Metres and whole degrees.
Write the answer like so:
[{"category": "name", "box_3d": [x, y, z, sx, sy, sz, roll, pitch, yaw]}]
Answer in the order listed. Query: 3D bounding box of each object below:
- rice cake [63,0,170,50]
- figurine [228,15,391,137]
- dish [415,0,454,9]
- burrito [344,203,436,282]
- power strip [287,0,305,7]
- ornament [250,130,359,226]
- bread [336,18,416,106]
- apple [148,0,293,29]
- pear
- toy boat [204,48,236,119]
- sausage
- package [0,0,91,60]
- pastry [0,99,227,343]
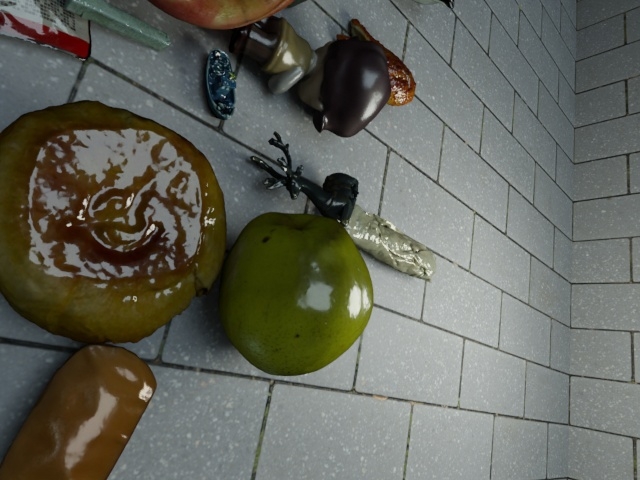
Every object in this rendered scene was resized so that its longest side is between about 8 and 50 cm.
[{"category": "rice cake", "box_3d": [-0.324, -0.353, 0.710, 0.171, 0.033, 0.029, 4, 77, -54]}, {"category": "figurine", "box_3d": [-0.020, -0.353, 0.952, 0.365, 0.206, 0.218, 12, 52, -18]}, {"category": "dish", "box_3d": [0.286, -0.822, 1.298, 0.303, 0.120, 0.302, 6, 81, -43]}, {"category": "burrito", "box_3d": [0.179, 0.007, 1.130, 0.392, 0.076, 0.117, 26, 56, -37]}, {"category": "power strip", "box_3d": [-0.010, -0.562, 0.896, 0.118, 0.271, 0.046, 9, 78, -55]}, {"category": "ornament", "box_3d": [-0.028, -0.138, 0.924, 0.236, 0.080, 0.202, 33, 34, -13]}, {"category": "bread", "box_3d": [0.156, -0.462, 1.155, 0.269, 0.095, 0.139, 44, 50, -27]}, {"category": "apple", "box_3d": [-0.164, -0.533, 0.671, 0.364, 0.364, 0.363, 6, 81, -43]}, {"category": "pear", "box_3d": [-0.045, 0.099, 0.778, 0.294, 0.294, 0.294, 6, 81, -43]}, {"category": "toy boat", "box_3d": [-0.187, -0.294, 0.830, 0.060, 0.061, 0.137, 2, 85, -44]}, {"category": "sausage", "box_3d": [-0.327, 0.261, 0.594, 0.136, 0.120, 0.241, 30, 65, -21]}, {"category": "package", "box_3d": [-0.418, -0.401, 0.643, 0.154, 0.030, 0.239, 2, 81, -42]}, {"category": "pastry", "box_3d": [-0.293, -0.025, 0.632, 0.356, 0.164, 0.355, 2, 87, -45]}]
